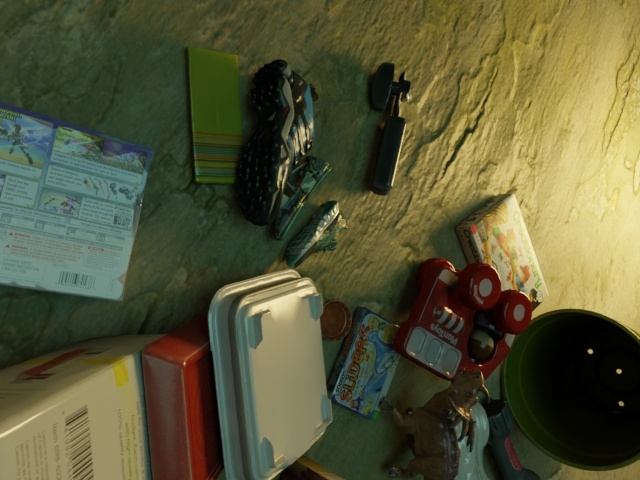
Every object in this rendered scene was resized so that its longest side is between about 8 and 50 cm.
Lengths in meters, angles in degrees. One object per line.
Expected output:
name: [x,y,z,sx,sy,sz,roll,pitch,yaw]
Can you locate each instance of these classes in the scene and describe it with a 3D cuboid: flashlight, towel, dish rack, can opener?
flashlight: [0.477,0.535,1.308,0.103,0.103,0.304,-41,111,-56]
towel: [-0.186,-0.218,0.937,0.102,0.021,0.238,-3,90,-39]
dish rack: [-0.063,0.226,0.906,0.285,0.072,0.333,-11,97,-61]
can opener: [0.142,-0.238,1.133,0.093,0.074,0.281,9,81,2]

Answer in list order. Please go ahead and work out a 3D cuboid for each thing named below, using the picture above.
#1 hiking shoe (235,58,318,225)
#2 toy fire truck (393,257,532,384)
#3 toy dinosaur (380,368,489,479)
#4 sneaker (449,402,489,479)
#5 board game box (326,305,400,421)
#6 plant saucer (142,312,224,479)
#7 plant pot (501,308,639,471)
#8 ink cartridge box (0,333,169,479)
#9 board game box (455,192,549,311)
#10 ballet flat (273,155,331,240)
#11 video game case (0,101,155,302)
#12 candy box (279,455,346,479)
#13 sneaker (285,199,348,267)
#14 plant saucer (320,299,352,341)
hiking shoe: [-0.062,-0.169,0.953,0.132,0.113,0.305,18,78,-44]
toy fire truck: [0.313,0.193,1.169,0.302,0.169,0.254,34,76,-28]
toy dinosaur: [0.244,0.415,1.077,0.127,0.200,0.296,-10,98,-49]
sneaker: [0.308,0.522,1.202,0.152,0.114,0.306,2,80,-26]
board game box: [0.096,0.257,1.100,0.136,0.035,0.201,32,72,-29]
plant saucer: [-0.183,0.259,0.802,0.047,0.259,0.259,-4,92,6]
plant pot: [0.718,0.354,1.348,0.352,0.366,0.367,5,86,-44]
ink cartridge box: [-0.310,0.289,0.628,0.160,0.384,0.280,-3,91,8]
board game box: [0.466,0.058,1.338,0.192,0.053,0.306,-33,106,-30]
ballet flat: [-0.051,-0.086,1.004,0.070,0.070,0.189,44,65,-24]
video game case: [-0.403,-0.052,0.763,0.269,0.061,0.245,15,82,-32]
candy box: [-0.009,0.465,0.935,0.053,0.186,0.109,22,77,-30]
sneaker: [0.000,0.000,1.029,0.166,0.065,0.076,-50,118,-22]
plant saucer: [0.027,0.163,1.070,0.083,0.013,0.084,1,88,-33]
